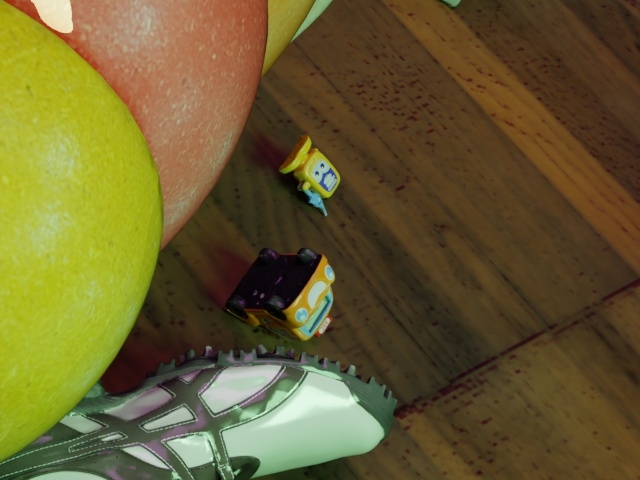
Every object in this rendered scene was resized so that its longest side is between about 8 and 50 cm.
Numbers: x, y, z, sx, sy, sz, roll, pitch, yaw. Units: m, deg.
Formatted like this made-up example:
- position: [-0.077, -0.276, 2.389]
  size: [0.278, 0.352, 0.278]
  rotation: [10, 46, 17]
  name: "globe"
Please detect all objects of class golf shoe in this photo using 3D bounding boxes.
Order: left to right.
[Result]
- position: [-0.064, 0.094, 0.779]
  size: [0.198, 0.077, 0.094]
  rotation: [0, 62, -14]
  name: "golf shoe"

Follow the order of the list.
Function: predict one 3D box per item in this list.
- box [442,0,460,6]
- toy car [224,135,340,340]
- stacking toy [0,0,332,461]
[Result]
- position: [-0.005, -0.277, 1.049]
  size: [0.290, 0.169, 0.087]
  rotation: [30, 47, 5]
  name: "box"
- position: [0.000, 0.000, 0.892]
  size: [0.040, 0.060, 0.122]
  rotation: [45, 48, -26]
  name: "toy car"
- position: [-0.161, -0.037, 0.647]
  size: [0.350, 0.350, 0.480]
  rotation: [16, 46, -9]
  name: "stacking toy"
